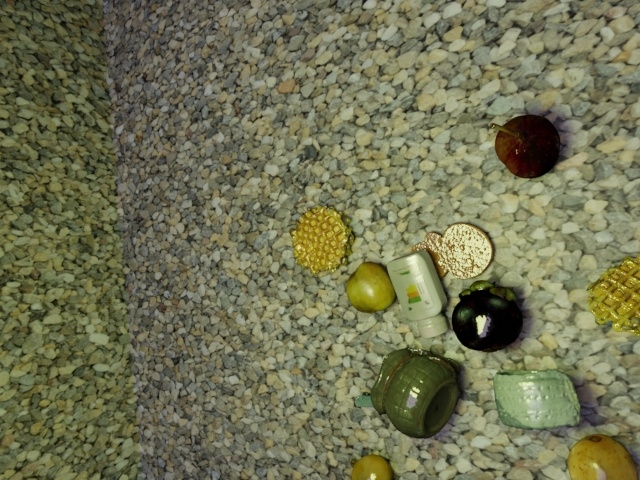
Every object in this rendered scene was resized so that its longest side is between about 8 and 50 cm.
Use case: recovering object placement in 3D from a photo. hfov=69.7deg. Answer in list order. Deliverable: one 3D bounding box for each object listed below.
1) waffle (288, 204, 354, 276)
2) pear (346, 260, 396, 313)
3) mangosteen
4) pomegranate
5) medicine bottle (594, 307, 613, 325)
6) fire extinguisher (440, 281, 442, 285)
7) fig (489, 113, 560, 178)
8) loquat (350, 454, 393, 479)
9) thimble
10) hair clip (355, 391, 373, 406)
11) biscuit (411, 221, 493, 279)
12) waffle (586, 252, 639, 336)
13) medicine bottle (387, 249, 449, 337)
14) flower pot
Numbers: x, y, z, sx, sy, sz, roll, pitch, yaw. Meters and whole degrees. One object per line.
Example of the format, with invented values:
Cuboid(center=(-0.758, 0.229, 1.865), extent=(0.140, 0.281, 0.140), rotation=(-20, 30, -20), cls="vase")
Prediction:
Cuboid(center=(0.010, 0.000, 1.923), extent=(0.329, 0.062, 0.330), rotation=(-2, 87, 32), cls="waffle")
Cuboid(center=(0.189, 0.180, 1.731), extent=(0.199, 0.200, 0.200), rotation=(0, 89, 33), cls="pear")
Cuboid(center=(0.541, 0.246, 1.501), extent=(0.242, 0.243, 0.243), rotation=(0, 89, 33), cls="mangosteen")
Cuboid(center=(0.816, 0.673, 1.333), extent=(0.196, 0.196, 0.196), rotation=(0, 89, 33), cls="pomegranate")
Cuboid(center=(0.912, 0.211, 1.332), extent=(0.203, 0.083, 0.084), rotation=(-2, 89, 31), cls="medicine bottle")
Cuboid(center=(0.426, 0.169, 1.678), extent=(0.038, 0.025, 0.083), rotation=(-17, 78, -7), cls="fire extinguisher")
Cuboid(center=(0.639, -0.300, 1.414), extent=(0.186, 0.249, 0.204), rotation=(-22, 79, 20), cls="fig")
Cuboid(center=(0.192, 0.901, 1.746), extent=(0.204, 0.149, 0.172), rotation=(25, 107, 42), cls="loquat")
Cuboid(center=(0.663, 0.479, 1.416), extent=(0.250, 0.204, 0.172), rotation=(-17, 74, 48), cls="thimble")
Cuboid(center=(0.275, 0.621, 1.753), extent=(0.275, 0.083, 0.048), rotation=(0, 84, 25), cls="hair clip")
Cuboid(center=(0.466, 0.046, 1.640), extent=(0.288, 0.044, 0.202), rotation=(-16, 86, 33), cls="biscuit")
Cuboid(center=(0.903, 0.149, 1.289), extent=(0.280, 0.060, 0.262), rotation=(-2, 52, 25), cls="waffle")
Cuboid(center=(0.356, 0.192, 1.644), extent=(0.161, 0.111, 0.297), rotation=(-21, 90, 40), cls="medicine bottle")
Cuboid(center=(0.339, 0.515, 1.586), extent=(0.213, 0.301, 0.302), rotation=(22, 102, 44), cls="flower pot")
